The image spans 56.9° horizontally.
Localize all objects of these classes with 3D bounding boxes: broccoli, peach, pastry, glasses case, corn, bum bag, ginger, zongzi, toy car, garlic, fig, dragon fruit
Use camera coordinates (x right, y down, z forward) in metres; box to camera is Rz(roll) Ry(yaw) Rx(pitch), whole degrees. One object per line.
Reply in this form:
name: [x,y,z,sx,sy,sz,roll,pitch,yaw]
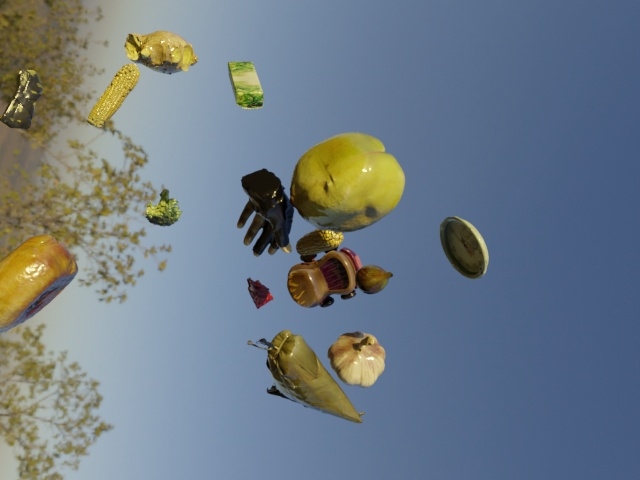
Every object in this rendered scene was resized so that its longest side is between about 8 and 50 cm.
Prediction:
broccoli: [-0.659,-0.136,2.481,0.167,0.155,0.160,118,-34,-69]
peach: [0.074,-0.173,1.724,0.316,0.314,0.281,-30,-113,12]
pastry: [-0.867,0.128,1.722,0.356,0.164,0.356,-41,-173,7]
glasses case: [-0.264,-0.548,2.070,0.272,0.096,0.062,-109,-162,-50]
corn: [-0.786,-0.553,2.250,0.288,0.087,0.086,-58,-157,-10]
bum bag: [-1.043,-0.496,2.076,0.060,0.107,0.232,3,-111,31]
ginger: [-0.393,-0.467,1.463,0.216,0.157,0.102,-60,163,-71]
zongzi: [-0.030,0.478,2.128,0.181,0.418,0.447,-54,156,-29]
toy car: [0.009,0.170,2.630,0.341,0.240,0.271,-22,-89,17]
garlic: [0.163,0.460,2.412,0.253,0.245,0.245,108,-20,-50]
fig: [0.198,0.133,2.131,0.155,0.103,0.109,-26,-100,38]
corn: [0.000,0.000,2.330,0.310,0.102,0.101,-22,-122,63]
dragon fruit: [-0.233,0.192,2.274,0.097,0.063,0.131,-90,157,-76]

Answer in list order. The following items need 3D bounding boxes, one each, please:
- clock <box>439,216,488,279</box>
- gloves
clock: [0.500,0.020,2.024,0.236,0.053,0.236,53,-23,35]
gloves: [-0.155,-0.065,1.792,0.197,0.152,0.300,41,-45,31]
